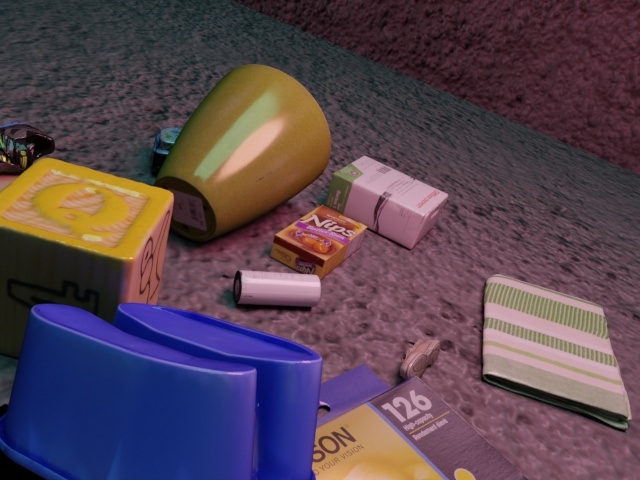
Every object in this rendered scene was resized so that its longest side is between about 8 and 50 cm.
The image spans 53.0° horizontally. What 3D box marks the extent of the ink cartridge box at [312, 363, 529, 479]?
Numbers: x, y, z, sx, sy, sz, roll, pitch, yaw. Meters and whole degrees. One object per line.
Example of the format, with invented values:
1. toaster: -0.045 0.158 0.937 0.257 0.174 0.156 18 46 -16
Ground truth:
1. ink cartridge box: 0.064 0.273 0.775 0.303 0.072 0.307 -15 45 -42

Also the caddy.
1. caddy: -0.159 0.176 0.643 0.341 0.179 0.241 11 2 32

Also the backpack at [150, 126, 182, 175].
1. backpack: -0.301 -0.189 1.349 0.105 0.084 0.114 8 28 -21

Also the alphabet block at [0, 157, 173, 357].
1. alphabet block: -0.319 0.034 0.845 0.193 0.197 0.192 14 29 -5

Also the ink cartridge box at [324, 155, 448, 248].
1. ink cartridge box: 0.145 -0.087 1.401 0.219 0.093 0.160 28 32 18

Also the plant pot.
1. plant pot: -0.166 -0.139 1.191 0.274 0.275 0.293 25 46 14

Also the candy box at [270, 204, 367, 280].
1. candy box: 0.000 0.000 1.219 0.109 0.053 0.186 26 29 17

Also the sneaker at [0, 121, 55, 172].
1. sneaker: -0.461 -0.129 0.930 0.078 0.067 0.188 16 25 14

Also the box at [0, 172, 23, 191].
1. box: -0.493 0.013 0.864 0.147 0.121 0.311 16 29 0

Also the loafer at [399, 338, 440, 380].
1. loafer: 0.147 0.184 1.000 0.039 0.045 0.125 13 18 29

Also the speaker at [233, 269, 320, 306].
1. speaker: -0.070 0.078 1.044 0.136 0.055 0.055 4 32 -22

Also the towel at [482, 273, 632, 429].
1. towel: 0.408 0.179 1.148 0.247 0.038 0.325 18 31 4

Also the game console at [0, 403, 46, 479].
1. game console: -0.438 0.208 0.643 0.361 0.044 0.213 28 31 16
